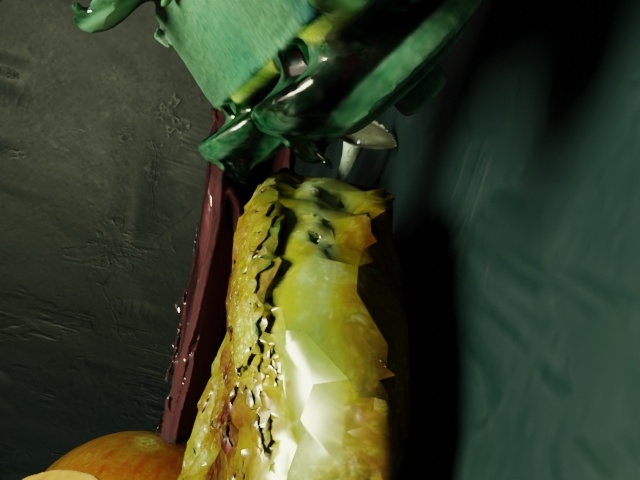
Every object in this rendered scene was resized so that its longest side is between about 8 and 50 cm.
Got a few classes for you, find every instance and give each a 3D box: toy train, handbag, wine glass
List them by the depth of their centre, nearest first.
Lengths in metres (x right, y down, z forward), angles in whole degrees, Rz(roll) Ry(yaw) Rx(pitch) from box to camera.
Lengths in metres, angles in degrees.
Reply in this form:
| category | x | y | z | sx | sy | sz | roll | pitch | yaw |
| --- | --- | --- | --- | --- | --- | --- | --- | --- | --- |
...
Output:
| category | x | y | z | sx | sy | sz | roll | pitch | yaw |
| --- | --- | --- | --- | --- | --- | --- | --- | --- | --- |
| toy train | 0.008 | -0.154 | 0.469 | 0.237 | 0.150 | 0.369 | -50 | 10 | -7 |
| handbag | -0.066 | 0.024 | 0.783 | 0.203 | 0.074 | 0.216 | -100 | 22 | -69 |
| wine glass | 0.000 | 0.000 | 0.832 | 0.066 | 0.066 | 0.198 | -86 | 13 | -62 |

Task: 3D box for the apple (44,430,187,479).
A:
| category | x | y | z | sx | sy | sz | roll | pitch | yaw |
| --- | --- | --- | --- | --- | --- | --- | --- | --- | --- |
| apple | -0.172 | 0.305 | 1.017 | 0.226 | 0.246 | 0.246 | -47 | -20 | -59 |

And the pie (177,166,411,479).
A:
| category | x | y | z | sx | sy | sz | roll | pitch | yaw |
| --- | --- | --- | --- | --- | --- | --- | --- | --- | --- |
| pie | -0.021 | 0.110 | 0.553 | 0.354 | 0.103 | 0.288 | -91 | 15 | -71 |

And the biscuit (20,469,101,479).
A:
| category | x | y | z | sx | sy | sz | roll | pitch | yaw |
| --- | --- | --- | --- | --- | --- | --- | --- | --- | --- |
| biscuit | -0.242 | 0.289 | 0.627 | 0.355 | 0.052 | 0.275 | -49 | 35 | -13 |
